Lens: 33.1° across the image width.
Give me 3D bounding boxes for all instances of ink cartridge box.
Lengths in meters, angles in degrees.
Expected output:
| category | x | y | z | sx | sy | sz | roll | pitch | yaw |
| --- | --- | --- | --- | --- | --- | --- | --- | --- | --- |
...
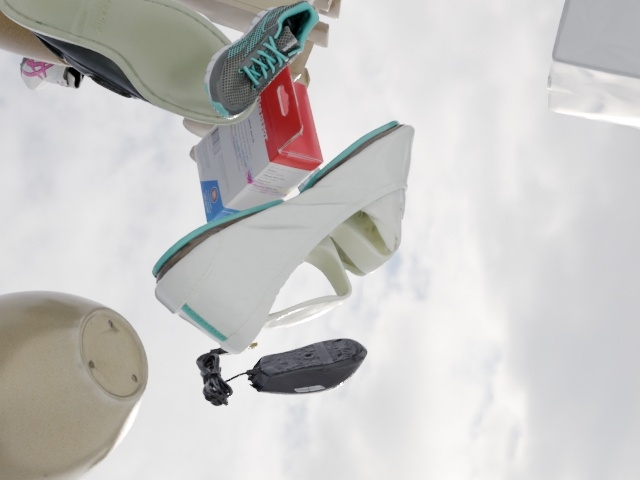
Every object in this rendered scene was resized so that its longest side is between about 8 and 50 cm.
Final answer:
| category | x | y | z | sx | sy | sz | roll | pitch | yaw |
| --- | --- | --- | --- | --- | --- | --- | --- | --- | --- |
| ink cartridge box | -0.075 | -0.130 | 1.470 | 0.078 | 0.231 | 0.134 | 11 | -126 | -37 |

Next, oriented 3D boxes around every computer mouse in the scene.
| category | x | y | z | sx | sy | sz | roll | pitch | yaw |
| --- | --- | --- | --- | --- | --- | --- | --- | --- | --- |
| computer mouse | -0.065 | 0.201 | 1.675 | 0.262 | 0.184 | 0.060 | -13 | -71 | -15 |

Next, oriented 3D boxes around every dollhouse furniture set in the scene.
| category | x | y | z | sx | sy | sz | roll | pitch | yaw |
| --- | --- | --- | --- | --- | --- | --- | --- | --- | --- |
| dollhouse furniture set | -0.137 | -0.342 | 1.698 | 0.394 | 0.256 | 0.362 | 97 | -166 | -72 |

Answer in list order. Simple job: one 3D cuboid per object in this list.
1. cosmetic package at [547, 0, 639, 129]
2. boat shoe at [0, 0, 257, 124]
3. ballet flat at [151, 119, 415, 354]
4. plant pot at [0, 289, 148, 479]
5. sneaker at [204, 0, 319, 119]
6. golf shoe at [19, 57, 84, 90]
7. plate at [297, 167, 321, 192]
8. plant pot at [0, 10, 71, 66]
| category | x | y | z | sx | sy | sz | roll | pitch | yaw |
| --- | --- | --- | --- | --- | --- | --- | --- | --- | --- |
| cosmetic package | 0.483 | -0.219 | 1.329 | 0.217 | 0.385 | 0.156 | 51 | -125 | -77 |
| boat shoe | -0.239 | -0.243 | 1.336 | 0.340 | 0.113 | 0.127 | 21 | -92 | -15 |
| ballet flat | 0.000 | 0.000 | 1.087 | 0.400 | 0.139 | 0.139 | -33 | -62 | -47 |
| plant pot | -0.341 | 0.180 | 1.419 | 0.284 | 0.191 | 0.284 | 42 | -146 | -38 |
| sneaker | -0.058 | -0.194 | 1.110 | 0.065 | 0.076 | 0.166 | 45 | -124 | -24 |
| golf shoe | -0.403 | -0.264 | 1.653 | 0.067 | 0.186 | 0.086 | -15 | -98 | -42 |
| plate | -0.006 | -0.078 | 1.805 | 0.188 | 0.024 | 0.188 | 55 | -167 | -19 |
| plant pot | -0.397 | -0.351 | 1.489 | 0.237 | 0.254 | 0.237 | -37 | -32 | -29 |
